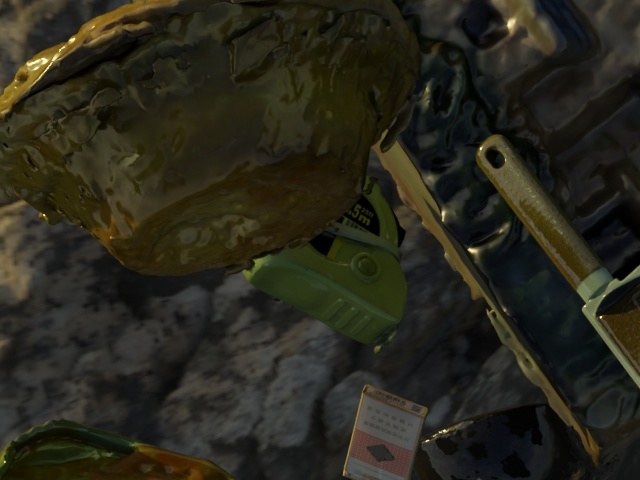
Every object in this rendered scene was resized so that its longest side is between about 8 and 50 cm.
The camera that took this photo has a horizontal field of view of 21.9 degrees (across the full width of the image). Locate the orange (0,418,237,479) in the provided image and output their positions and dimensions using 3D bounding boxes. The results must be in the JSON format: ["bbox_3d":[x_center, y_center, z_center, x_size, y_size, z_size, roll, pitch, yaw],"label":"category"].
[{"bbox_3d":[-0.191,0.294,1.411,0.263,0.334,0.196,21,129,-3],"label":"orange"}]

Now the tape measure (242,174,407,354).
[{"bbox_3d":[0.000,0.000,1.529,0.177,0.087,0.154,28,57,-15],"label":"tape measure"}]

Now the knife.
[{"bbox_3d":[0.213,0.041,1.157,0.061,0.027,0.343,-43,59,17],"label":"knife"}]

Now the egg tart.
[{"bbox_3d":[-0.063,-0.057,1.026,0.295,0.295,0.116,-21,71,14],"label":"egg tart"}]

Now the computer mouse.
[{"bbox_3d":[0.206,0.245,1.720,0.170,0.269,0.100,-19,68,23],"label":"computer mouse"}]

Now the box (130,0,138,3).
[{"bbox_3d":[0.018,-0.377,1.682,0.111,0.396,0.396,54,141,35],"label":"box"}]

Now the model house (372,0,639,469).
[{"bbox_3d":[0.273,-0.093,1.441,0.400,0.395,0.445,-33,71,-2],"label":"model house"}]

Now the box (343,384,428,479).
[{"bbox_3d":[0.044,0.137,1.123,0.046,0.012,0.083,20,131,11],"label":"box"}]
